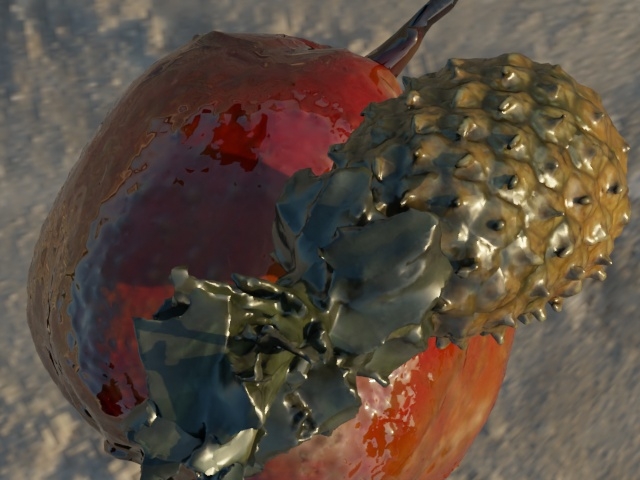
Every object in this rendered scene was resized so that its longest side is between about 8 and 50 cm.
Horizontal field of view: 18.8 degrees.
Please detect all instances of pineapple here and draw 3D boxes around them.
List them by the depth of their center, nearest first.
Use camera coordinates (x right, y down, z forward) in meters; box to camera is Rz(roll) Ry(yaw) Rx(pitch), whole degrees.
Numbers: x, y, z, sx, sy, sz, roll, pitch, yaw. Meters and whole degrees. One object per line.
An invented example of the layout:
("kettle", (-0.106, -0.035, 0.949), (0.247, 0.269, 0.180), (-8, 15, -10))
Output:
("pineapple", (0.020, 0.016, 0.721), (0.125, 0.251, 0.125), (17, 122, 29))

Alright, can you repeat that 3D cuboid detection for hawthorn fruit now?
("hawthorn fruit", (0.000, 0.000, 0.984), (0.254, 0.254, 0.300), (37, 94, 11))
